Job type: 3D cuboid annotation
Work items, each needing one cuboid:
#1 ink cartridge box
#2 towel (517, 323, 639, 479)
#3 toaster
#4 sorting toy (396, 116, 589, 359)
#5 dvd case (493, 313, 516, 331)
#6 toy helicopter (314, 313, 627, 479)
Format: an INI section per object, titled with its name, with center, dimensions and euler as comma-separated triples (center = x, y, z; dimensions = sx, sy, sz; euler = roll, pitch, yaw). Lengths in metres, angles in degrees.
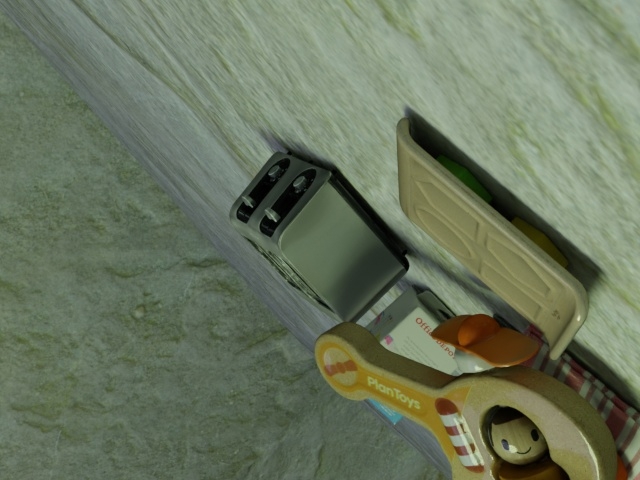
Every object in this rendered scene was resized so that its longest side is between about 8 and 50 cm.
[ink cartridge box]
center = 0.107, 0.131, 1.499
dimensions = 0.092, 0.143, 0.090
euler = 45, -171, -13
[towel]
center = 0.266, 0.175, 1.216
dimensions = 0.197, 0.029, 0.144
euler = 41, 157, 18
[toaster]
center = 0.000, 0.000, 1.408
dimensions = 0.186, 0.110, 0.168
euler = 47, 172, -26
[sorting toy]
center = 0.138, -0.001, 1.007
dimensions = 0.208, 0.038, 0.193
euler = 46, 173, 14
[dvd case]
center = 0.269, 0.176, 1.321
dimensions = 0.221, 0.018, 0.164
euler = 41, 171, 22
[toy helicopter]
center = 0.128, 0.153, 1.208
dimensions = 0.355, 0.140, 0.235
euler = 22, 132, 38
